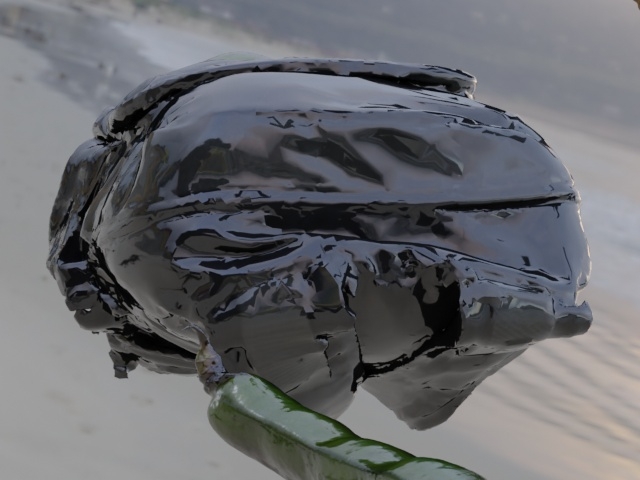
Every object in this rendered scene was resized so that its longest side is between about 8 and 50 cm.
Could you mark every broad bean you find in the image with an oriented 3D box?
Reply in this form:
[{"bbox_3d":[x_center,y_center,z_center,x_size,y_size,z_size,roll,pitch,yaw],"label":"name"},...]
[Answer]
[{"bbox_3d":[0.010,0.086,0.601,0.069,0.039,0.227,49,-16,-30],"label":"broad bean"}]

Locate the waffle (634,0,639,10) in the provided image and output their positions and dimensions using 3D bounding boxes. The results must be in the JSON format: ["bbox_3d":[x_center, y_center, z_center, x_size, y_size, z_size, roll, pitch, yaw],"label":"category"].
[{"bbox_3d":[0.269,-0.326,1.267,0.308,0.091,0.213,59,-3,-13],"label":"waffle"}]

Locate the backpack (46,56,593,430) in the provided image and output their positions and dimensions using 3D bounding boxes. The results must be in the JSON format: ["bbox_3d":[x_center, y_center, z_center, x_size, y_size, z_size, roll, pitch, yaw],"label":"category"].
[{"bbox_3d":[0.000,0.000,1.020,0.363,0.254,0.446,-3,2,-6],"label":"backpack"}]

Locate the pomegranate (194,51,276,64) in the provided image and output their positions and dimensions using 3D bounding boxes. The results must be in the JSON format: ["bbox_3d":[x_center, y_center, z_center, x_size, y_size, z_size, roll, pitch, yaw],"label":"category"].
[{"bbox_3d":[-0.099,-0.038,1.442,0.231,0.286,0.231,50,-1,1],"label":"pomegranate"}]
